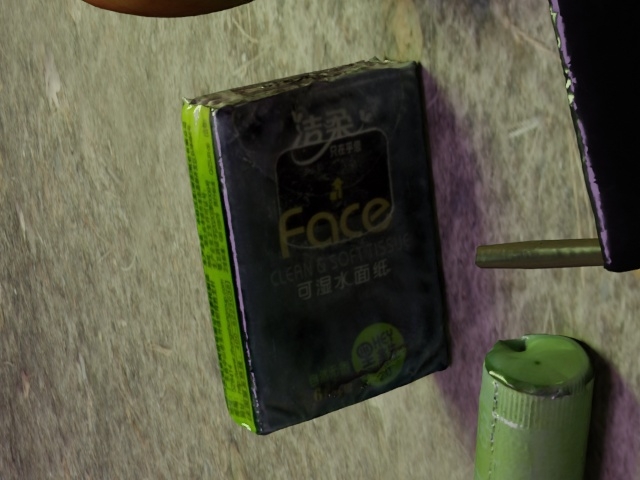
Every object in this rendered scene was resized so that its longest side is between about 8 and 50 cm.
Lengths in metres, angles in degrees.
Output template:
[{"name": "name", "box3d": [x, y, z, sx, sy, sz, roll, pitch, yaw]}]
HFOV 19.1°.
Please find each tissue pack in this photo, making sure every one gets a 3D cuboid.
[{"name": "tissue pack", "box3d": [0.000, 0.000, 1.345, 0.073, 0.173, 0.235, 14, 114, 56]}]

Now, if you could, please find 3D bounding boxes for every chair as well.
[{"name": "chair", "box3d": [0.183, -0.084, 0.915, 0.272, 0.166, 0.188, -8, 96, 66]}]

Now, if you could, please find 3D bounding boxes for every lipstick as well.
[{"name": "lipstick", "box3d": [0.135, 0.201, 1.278, 0.076, 0.076, 0.304, 45, 141, 49]}]

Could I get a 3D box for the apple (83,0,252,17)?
[{"name": "apple", "box3d": [-0.100, -0.303, 1.228, 0.319, 0.277, 0.319, 21, 128, 30]}]
